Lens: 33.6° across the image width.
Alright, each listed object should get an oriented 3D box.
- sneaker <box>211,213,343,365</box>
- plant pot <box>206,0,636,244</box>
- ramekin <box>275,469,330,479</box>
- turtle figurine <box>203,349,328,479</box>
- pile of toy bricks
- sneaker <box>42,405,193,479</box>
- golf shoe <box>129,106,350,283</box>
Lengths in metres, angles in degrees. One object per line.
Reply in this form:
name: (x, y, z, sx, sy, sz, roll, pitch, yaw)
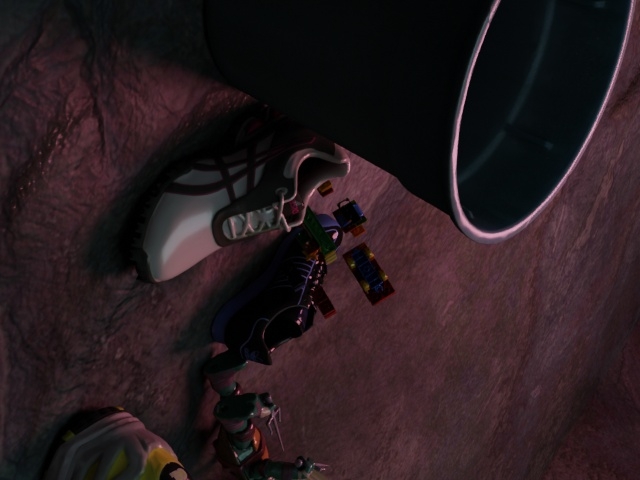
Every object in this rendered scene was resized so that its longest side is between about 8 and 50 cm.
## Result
sneaker: (-0.031, 0.064, 1.338, 0.232, 0.090, 0.081, -48, 146, -25)
plant pot: (0.088, -0.217, 1.065, 0.341, 0.334, 0.341, -37, 141, -37)
ramekin: (-0.058, 0.459, 1.483, 0.303, 0.148, 0.303, -44, 159, -22)
turtle figurine: (-0.081, 0.255, 1.361, 0.118, 0.175, 0.234, -34, 134, -13)
pile of toy bricks: (0.000, 0.000, 1.279, 0.118, 0.212, 0.105, -30, 167, -3)
sneaker: (-0.257, 0.383, 1.177, 0.145, 0.147, 0.384, -8, 121, -57)
golf shoe: (-0.087, -0.045, 1.142, 0.273, 0.120, 0.105, -45, 147, -26)
